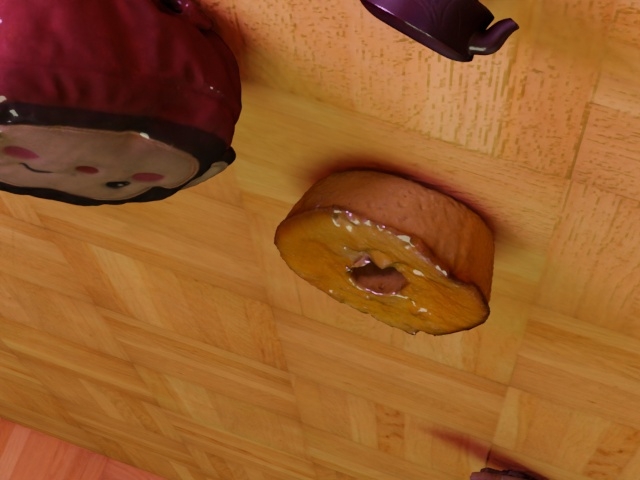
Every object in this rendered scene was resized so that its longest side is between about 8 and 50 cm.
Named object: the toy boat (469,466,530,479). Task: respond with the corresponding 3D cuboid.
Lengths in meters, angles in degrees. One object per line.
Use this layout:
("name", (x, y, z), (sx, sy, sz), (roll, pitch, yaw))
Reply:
("toy boat", (0.235, 0.338, 1.636), (0.321, 0.121, 0.089), (16, 166, -28))

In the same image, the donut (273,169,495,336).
("donut", (0.052, 0.005, 1.012), (0.162, 0.065, 0.178), (37, 157, -26))

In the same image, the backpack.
("backpack", (-0.170, -0.098, 0.868), (0.229, 0.138, 0.229), (4, 169, 1))

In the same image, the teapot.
("teapot", (0.053, -0.123, 0.689), (0.100, 0.045, 0.068), (34, -173, 19))

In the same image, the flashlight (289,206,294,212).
("flashlight", (0.000, 0.000, 1.117), (0.018, 0.018, 0.083), (7, 156, 33))
